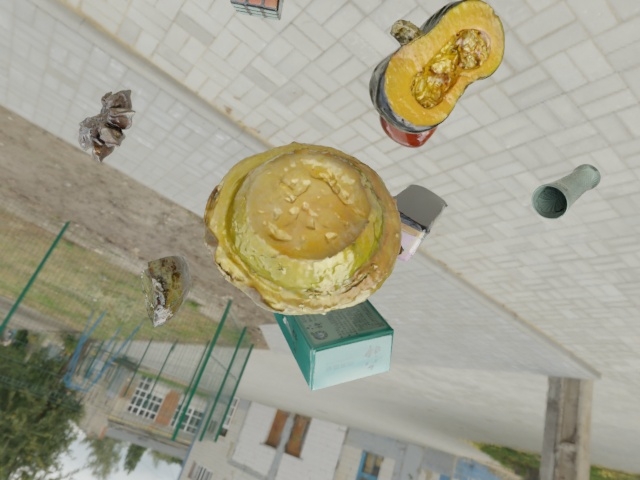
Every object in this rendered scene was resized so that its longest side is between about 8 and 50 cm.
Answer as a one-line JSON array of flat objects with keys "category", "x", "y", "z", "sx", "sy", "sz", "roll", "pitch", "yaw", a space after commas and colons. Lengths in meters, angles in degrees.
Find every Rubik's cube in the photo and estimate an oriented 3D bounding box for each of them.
[{"category": "Rubik's cube", "x": -0.200, "y": -0.831, "z": 1.500, "sx": 0.163, "sy": 0.160, "sz": 0.162, "roll": 9, "pitch": -165, "yaw": -1}]

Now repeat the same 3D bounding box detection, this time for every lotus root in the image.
[{"category": "lotus root", "x": -0.458, "y": 0.145, "z": 1.385, "sx": 0.142, "sy": 0.210, "sz": 0.314, "roll": -9, "pitch": -175, "yaw": -25}]

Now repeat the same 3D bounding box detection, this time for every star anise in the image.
[{"category": "star anise", "x": -0.567, "y": -0.302, "z": 1.216, "sx": 0.197, "sy": 0.212, "sz": 0.073, "roll": 54, "pitch": -166, "yaw": 31}]

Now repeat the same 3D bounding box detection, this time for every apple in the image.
[{"category": "apple", "x": 0.316, "y": -0.438, "z": 1.599, "sx": 0.201, "sy": 0.218, "sz": 0.218, "roll": 37, "pitch": 155, "yaw": 1}]

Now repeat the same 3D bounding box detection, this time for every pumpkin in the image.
[{"category": "pumpkin", "x": 0.235, "y": -0.410, "z": 1.082, "sx": 0.242, "sy": 0.325, "sz": 0.232, "roll": 50, "pitch": 177, "yaw": -21}]

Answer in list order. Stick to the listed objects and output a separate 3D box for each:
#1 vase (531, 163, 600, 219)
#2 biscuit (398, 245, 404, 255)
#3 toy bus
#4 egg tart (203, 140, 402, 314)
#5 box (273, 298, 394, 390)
[{"category": "vase", "x": 0.668, "y": -0.139, "z": 1.230, "sx": 0.096, "sy": 0.219, "sz": 0.096, "roll": 34, "pitch": 138, "yaw": 38}, {"category": "biscuit", "x": 0.000, "y": 0.000, "z": 0.731, "sx": 0.231, "sy": 0.139, "sz": 0.016, "roll": -21, "pitch": 161, "yaw": -2}, {"category": "toy bus", "x": 0.304, "y": -0.067, "z": 1.575, "sx": 0.171, "sy": 0.386, "sz": 0.162, "roll": 33, "pitch": 118, "yaw": 13}, {"category": "egg tart", "x": -0.023, "y": -0.032, "z": 0.643, "sx": 0.288, "sy": 0.288, "sz": 0.118, "roll": 18, "pitch": 162, "yaw": 5}, {"category": "box", "x": 0.012, "y": 0.150, "z": 0.856, "sx": 0.153, "sy": 0.245, "sz": 0.092, "roll": -8, "pitch": 118, "yaw": -19}]
